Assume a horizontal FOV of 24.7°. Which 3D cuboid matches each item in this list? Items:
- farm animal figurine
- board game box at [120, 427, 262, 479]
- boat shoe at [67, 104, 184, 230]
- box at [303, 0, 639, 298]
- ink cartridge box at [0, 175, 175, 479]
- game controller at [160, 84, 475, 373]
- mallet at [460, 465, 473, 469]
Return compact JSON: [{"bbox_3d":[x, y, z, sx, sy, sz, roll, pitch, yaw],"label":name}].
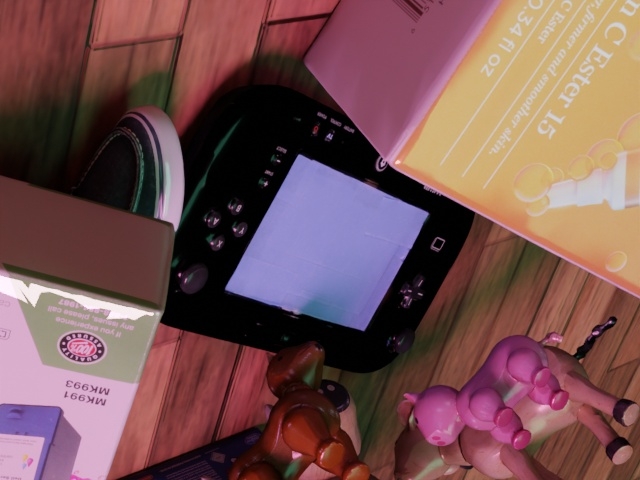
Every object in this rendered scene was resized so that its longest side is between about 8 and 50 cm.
[{"bbox_3d":[0.039,0.186,1.064,0.330,0.172,0.326,3,112,-37],"label":"farm animal figurine"},{"bbox_3d":[-0.126,0.259,1.131,0.194,0.060,0.194,-17,136,-38],"label":"board game box"},{"bbox_3d":[-0.141,0.006,0.841,0.083,0.065,0.183,-8,131,-43],"label":"boat shoe"},{"bbox_3d":[0.202,-0.096,0.912,0.345,0.168,0.215,25,106,-29],"label":"box"},{"bbox_3d":[-0.182,0.078,0.785,0.154,0.093,0.212,16,122,-12],"label":"ink cartridge box"},{"bbox_3d":[0.000,0.000,0.996,0.166,0.067,0.319,-54,147,10],"label":"game controller"},{"bbox_3d":[0.178,0.196,1.439,0.062,0.039,0.190,-54,150,8],"label":"mallet"}]
